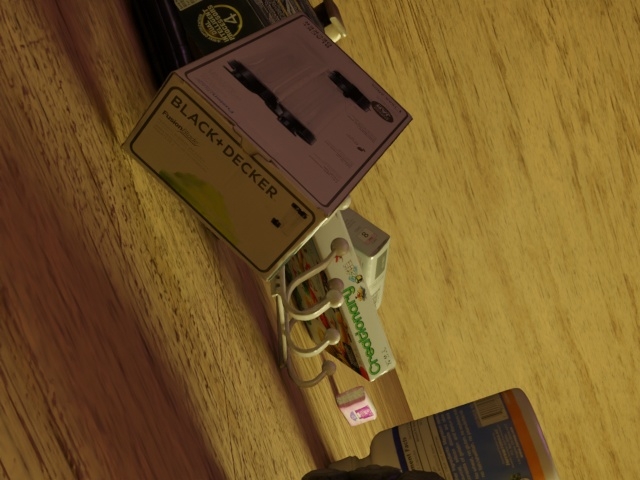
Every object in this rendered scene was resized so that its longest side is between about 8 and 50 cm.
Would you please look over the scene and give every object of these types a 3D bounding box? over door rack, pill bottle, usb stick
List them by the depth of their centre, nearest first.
[{"bbox_3d":[-0.138,-0.136,0.945,0.077,0.045,0.278,131,-60,-86],"label":"usb stick"},{"bbox_3d":[-0.031,-0.021,1.033,0.239,0.108,0.324,92,-17,-62],"label":"over door rack"},{"bbox_3d":[0.154,0.300,1.143,0.152,0.272,0.152,-20,90,-85],"label":"pill bottle"}]

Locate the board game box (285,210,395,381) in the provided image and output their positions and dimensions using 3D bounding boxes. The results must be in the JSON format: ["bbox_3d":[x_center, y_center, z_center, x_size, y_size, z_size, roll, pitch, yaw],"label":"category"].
[{"bbox_3d":[-0.001,0.040,1.298,0.193,0.053,0.305,24,-42,63],"label":"board game box"}]

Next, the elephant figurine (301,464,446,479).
[{"bbox_3d":[0.040,0.305,0.689,0.186,0.169,0.240,2,83,-54],"label":"elephant figurine"}]

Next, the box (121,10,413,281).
[{"bbox_3d":[-0.033,-0.102,0.820,0.169,0.087,0.290,43,30,-3],"label":"box"}]

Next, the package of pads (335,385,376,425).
[{"bbox_3d":[0.060,0.276,1.487,0.083,0.050,0.032,63,9,-53],"label":"package of pads"}]

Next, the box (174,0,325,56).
[{"bbox_3d":[-0.100,-0.322,1.162,0.395,0.097,0.318,52,23,-44],"label":"box"}]

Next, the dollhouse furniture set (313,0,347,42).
[{"bbox_3d":[-0.093,-0.404,1.464,0.242,0.161,0.212,48,18,-34],"label":"dollhouse furniture set"}]

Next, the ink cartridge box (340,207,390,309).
[{"bbox_3d":[0.000,0.000,1.374,0.232,0.066,0.189,33,-29,20],"label":"ink cartridge box"}]
